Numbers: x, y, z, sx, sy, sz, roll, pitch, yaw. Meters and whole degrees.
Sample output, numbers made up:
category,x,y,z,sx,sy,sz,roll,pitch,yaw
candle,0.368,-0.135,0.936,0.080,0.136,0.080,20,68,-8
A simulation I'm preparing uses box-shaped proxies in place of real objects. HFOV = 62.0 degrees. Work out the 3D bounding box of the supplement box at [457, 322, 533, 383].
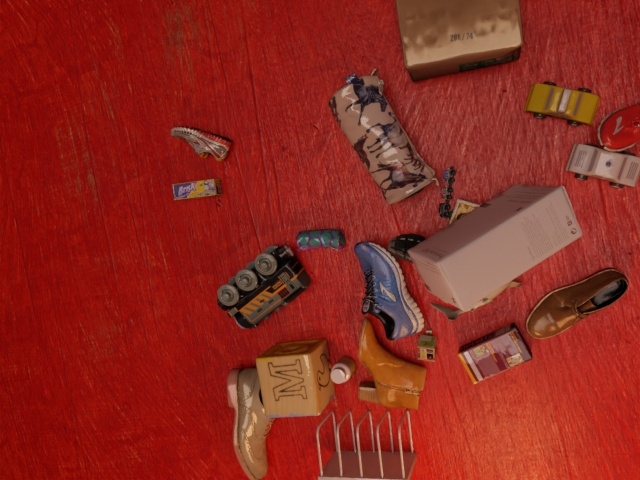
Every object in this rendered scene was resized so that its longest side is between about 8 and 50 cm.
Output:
category,x,y,z,sx,sy,sz,roll,pitch,yaw
supplement box,0.518,0.336,1.587,0.188,0.081,0.104,-30,85,18

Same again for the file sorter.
category,x,y,z,sx,sy,sz,roll,pitch,yaw
file sorter,0.143,0.640,1.680,0.278,0.193,0.172,-7,90,18

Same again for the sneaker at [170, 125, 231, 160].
category,x,y,z,sx,sy,sz,roll,pitch,yaw
sneaker,-0.421,-0.335,1.830,0.225,0.088,0.092,21,102,15

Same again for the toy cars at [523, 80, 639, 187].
category,x,y,z,sx,sy,sz,roll,pitch,yaw
toy cars,0.724,-0.293,1.461,0.177,0.087,0.393,-34,84,18

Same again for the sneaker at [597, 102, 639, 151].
category,x,y,z,sx,sy,sz,roll,pitch,yaw
sneaker,0.851,-0.328,1.371,0.279,0.118,0.107,-28,83,1

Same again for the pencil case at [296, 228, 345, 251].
category,x,y,z,sx,sy,sz,roll,pitch,yaw
pencil case,0.000,0.000,1.734,0.152,0.064,0.070,-2,69,19

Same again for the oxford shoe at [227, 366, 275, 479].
category,x,y,z,sx,sy,sz,roll,pitch,yaw
oxford shoe,-0.217,0.631,1.826,0.147,0.140,0.396,-9,94,11

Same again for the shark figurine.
category,x,y,z,sx,sy,sz,roll,pitch,yaw
shark figurine,0.475,0.137,1.593,0.278,0.166,0.116,-47,54,33

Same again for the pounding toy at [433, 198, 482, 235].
category,x,y,z,sx,sy,sz,roll,pitch,yaw
pounding toy,0.424,-0.051,1.573,0.141,0.100,0.130,19,100,15

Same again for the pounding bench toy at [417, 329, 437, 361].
category,x,y,z,sx,sy,sz,roll,pitch,yaw
pounding bench toy,0.337,0.327,1.664,0.052,0.083,0.065,5,128,20

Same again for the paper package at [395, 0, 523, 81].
category,x,y,z,sx,sy,sz,roll,pitch,yaw
paper package,0.384,-0.638,1.501,0.325,0.168,0.309,-7,94,18

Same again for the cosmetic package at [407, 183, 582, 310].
category,x,y,z,sx,sy,sz,roll,pitch,yaw
cosmetic package,0.455,0.008,1.420,0.385,0.217,0.156,-30,102,-9

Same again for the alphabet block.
category,x,y,z,sx,sy,sz,roll,pitch,yaw
alphabet block,-0.078,0.444,1.735,0.194,0.192,0.197,-9,93,17

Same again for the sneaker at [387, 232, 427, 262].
category,x,y,z,sx,sy,sz,roll,pitch,yaw
sneaker,0.330,0.056,1.593,0.268,0.106,0.101,12,56,6

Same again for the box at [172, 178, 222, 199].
category,x,y,z,sx,sy,sz,roll,pitch,yaw
box,-0.432,-0.178,1.865,0.169,0.054,0.059,-5,93,19

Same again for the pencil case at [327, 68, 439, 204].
category,x,y,z,sx,sy,sz,roll,pitch,yaw
pencil case,0.189,-0.303,1.597,0.184,0.160,0.410,-34,84,32

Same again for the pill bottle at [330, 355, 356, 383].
category,x,y,z,sx,sy,sz,roll,pitch,yaw
pill bottle,0.072,0.420,1.721,0.065,0.116,0.065,2,95,19

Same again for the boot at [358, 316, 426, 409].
category,x,y,z,sx,sy,sz,roll,pitch,yaw
boot,0.228,0.387,1.685,0.212,0.104,0.294,2,100,13

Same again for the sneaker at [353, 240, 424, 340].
category,x,y,z,sx,sy,sz,roll,pitch,yaw
sneaker,0.184,0.156,1.629,0.147,0.130,0.329,-26,85,-20

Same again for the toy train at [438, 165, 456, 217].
category,x,y,z,sx,sy,sz,roll,pitch,yaw
toy train,0.383,-0.147,1.619,0.036,0.027,0.158,11,99,28

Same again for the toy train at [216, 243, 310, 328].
category,x,y,z,sx,sy,sz,roll,pitch,yaw
toy train,-0.193,0.159,1.780,0.334,0.142,0.190,-39,92,17

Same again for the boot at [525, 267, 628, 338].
category,x,y,z,sx,sy,sz,roll,pitch,yaw
boot,0.713,0.182,1.494,0.305,0.115,0.112,-38,85,18
